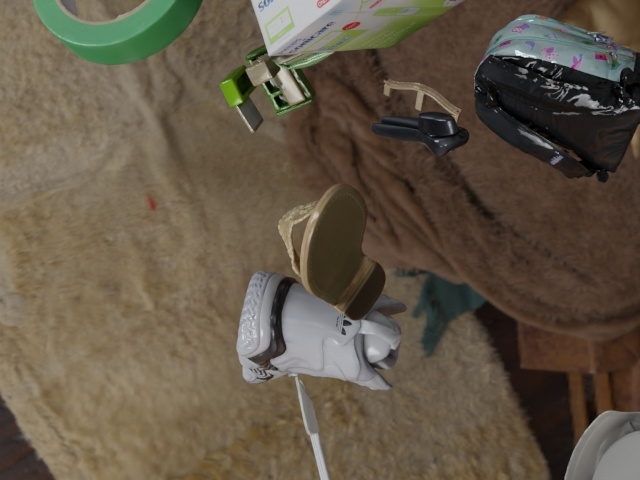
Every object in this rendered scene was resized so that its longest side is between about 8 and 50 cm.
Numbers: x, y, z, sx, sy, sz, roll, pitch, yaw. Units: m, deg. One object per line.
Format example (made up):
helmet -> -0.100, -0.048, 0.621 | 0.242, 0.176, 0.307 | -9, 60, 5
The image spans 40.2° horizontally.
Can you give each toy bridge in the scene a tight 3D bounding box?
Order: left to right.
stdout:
toy bridge -> 0.223, -0.317, 1.935 | 0.188, 0.063, 0.026 | 26, 63, 14

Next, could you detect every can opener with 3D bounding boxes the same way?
can opener -> 0.157, -0.176, 1.386 | 0.059, 0.186, 0.073 | -25, 115, -32

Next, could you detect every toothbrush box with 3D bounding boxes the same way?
toothbrush box -> 0.064, -0.392, 1.379 | 0.283, 0.206, 0.122 | -13, 83, -40

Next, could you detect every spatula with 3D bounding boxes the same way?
spatula -> -0.004, 0.317, 1.269 | 0.019, 0.168, 0.242 | -12, 81, -7

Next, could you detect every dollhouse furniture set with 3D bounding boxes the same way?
dollhouse furniture set -> -0.025, -0.346, 1.806 | 0.151, 0.301, 0.198 | 59, 31, -22

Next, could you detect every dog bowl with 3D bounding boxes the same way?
dog bowl -> 0.544, 0.434, 1.402 | 0.102, 0.348, 0.349 | 15, 78, -24

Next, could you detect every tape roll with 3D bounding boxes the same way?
tape roll -> -0.367, -0.482, 1.601 | 0.321, 0.077, 0.322 | -5, 72, 14

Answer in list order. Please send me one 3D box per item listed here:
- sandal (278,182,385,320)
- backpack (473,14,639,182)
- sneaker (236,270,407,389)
sandal -> -0.004, 0.005, 0.801 | 0.079, 0.240, 0.088 | 31, 78, 23
backpack -> 0.259, -0.163, 0.950 | 0.181, 0.152, 0.115 | 22, 48, 13
sneaker -> 0.001, 0.144, 1.223 | 0.210, 0.366, 0.138 | 11, 75, 2
